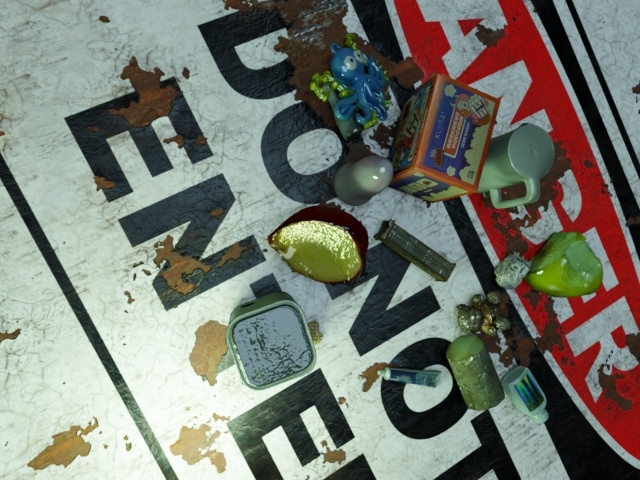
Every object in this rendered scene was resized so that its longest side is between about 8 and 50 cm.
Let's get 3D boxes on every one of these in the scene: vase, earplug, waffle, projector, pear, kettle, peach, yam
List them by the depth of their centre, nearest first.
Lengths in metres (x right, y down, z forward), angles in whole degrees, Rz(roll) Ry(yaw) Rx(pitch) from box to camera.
[{"bbox_3d":[-0.166,0.323,1.403,0.248,0.249,0.248,-19,93,-10],"label":"projector"},{"bbox_3d":[0.166,-0.224,1.477,0.172,0.301,0.173,1,88,-13],"label":"earplug"},{"bbox_3d":[0.000,0.000,1.491,0.361,0.201,0.258,11,117,0],"label":"peach"},{"bbox_3d":[-0.027,0.346,1.561,0.078,0.016,0.085,-32,95,-8],"label":"waffle"},{"bbox_3d":[0.077,-0.489,1.579,0.086,0.086,0.214,-31,91,-12],"label":"vase"},{"bbox_3d":[0.687,-0.275,1.597,0.205,0.318,0.265,25,82,-13],"label":"kettle"},{"bbox_3d":[0.605,0.522,1.640,0.161,0.161,0.268,-24,96,-13],"label":"yam"},{"bbox_3d":[1.038,0.133,1.747,0.286,0.176,0.282,-46,101,-10],"label":"pear"}]

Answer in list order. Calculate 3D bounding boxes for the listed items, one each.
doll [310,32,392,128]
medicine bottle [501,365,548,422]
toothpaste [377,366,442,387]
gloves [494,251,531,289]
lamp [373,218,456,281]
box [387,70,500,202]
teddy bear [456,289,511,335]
[{"bbox_3d":[0.140,-0.585,1.547,0.341,0.099,0.346,48,61,-5],"label":"doll"},{"bbox_3d":[0.853,0.642,1.731,0.121,0.083,0.229,-35,95,-14],"label":"medicine bottle"},{"bbox_3d":[0.346,0.528,1.634,0.268,0.047,0.069,11,73,-17],"label":"toothpaste"},{"bbox_3d":[0.782,0.125,1.724,0.114,0.070,0.153,40,88,15],"label":"gloves"},{"bbox_3d":[0.366,0.041,1.628,0.325,0.090,0.089,34,80,-12],"label":"lamp"},{"bbox_3d":[0.418,-0.352,1.533,0.256,0.318,0.349,18,85,-11],"label":"box"},{"bbox_3d":[0.640,0.302,1.675,0.190,0.140,0.177,-7,61,-6],"label":"teddy bear"}]
